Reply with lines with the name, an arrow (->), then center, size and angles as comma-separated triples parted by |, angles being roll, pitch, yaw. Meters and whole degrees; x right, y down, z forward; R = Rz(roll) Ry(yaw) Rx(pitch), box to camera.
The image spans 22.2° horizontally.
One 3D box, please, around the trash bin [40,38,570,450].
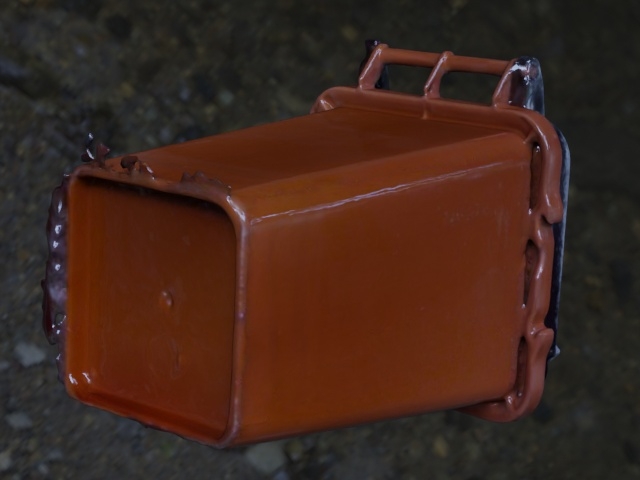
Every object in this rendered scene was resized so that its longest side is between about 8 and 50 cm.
trash bin -> 0.000, 0.000, 0.777 | 0.239, 0.161, 0.184 | -8, 105, -49
